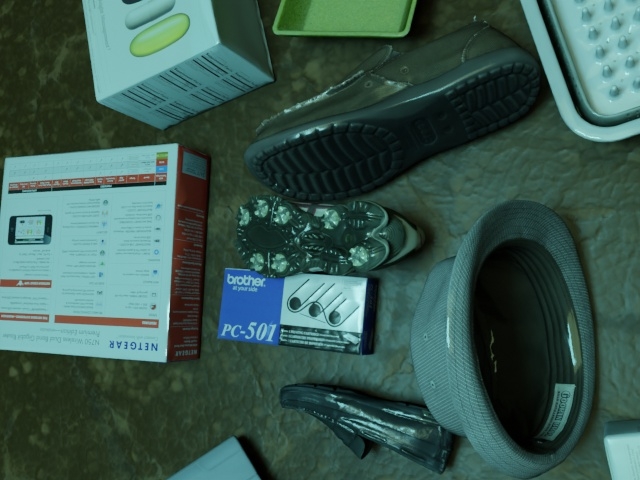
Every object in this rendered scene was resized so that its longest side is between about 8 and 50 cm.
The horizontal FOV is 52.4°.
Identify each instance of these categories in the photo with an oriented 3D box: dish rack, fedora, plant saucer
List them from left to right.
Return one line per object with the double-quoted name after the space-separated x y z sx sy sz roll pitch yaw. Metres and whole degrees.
0.051 -0.337 0.854 0.188 0.045 0.189 9 74 24 "plant saucer"
0.181 0.103 0.692 0.124 0.243 0.276 -13 87 51 "fedora"
0.398 -0.272 0.698 0.332 0.072 0.286 -19 78 20 "dish rack"

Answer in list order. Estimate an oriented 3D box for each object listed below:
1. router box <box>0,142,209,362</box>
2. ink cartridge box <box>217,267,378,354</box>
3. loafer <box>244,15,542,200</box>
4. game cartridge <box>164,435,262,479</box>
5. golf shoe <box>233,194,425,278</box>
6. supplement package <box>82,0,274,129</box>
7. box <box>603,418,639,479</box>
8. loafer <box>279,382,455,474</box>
-0.335 0.020 0.974 0.335 0.082 0.301 0 84 23 "router box"
-0.032 0.092 0.854 0.207 0.046 0.097 3 84 24 "ink cartridge box"
0.079 -0.160 0.809 0.365 0.134 0.130 -17 51 11 "loafer"
-0.113 0.421 0.797 0.198 0.062 0.297 -29 70 -21 "game cartridge"
0.000 0.000 0.825 0.272 0.120 0.105 6 93 42 "golf shoe"
-0.203 -0.296 0.917 0.203 0.149 0.194 -18 77 21 "supplement package"
0.337 0.234 0.647 0.087 0.101 0.102 -11 79 22 "box"
0.050 0.223 0.786 0.223 0.076 0.078 9 80 20 "loafer"
